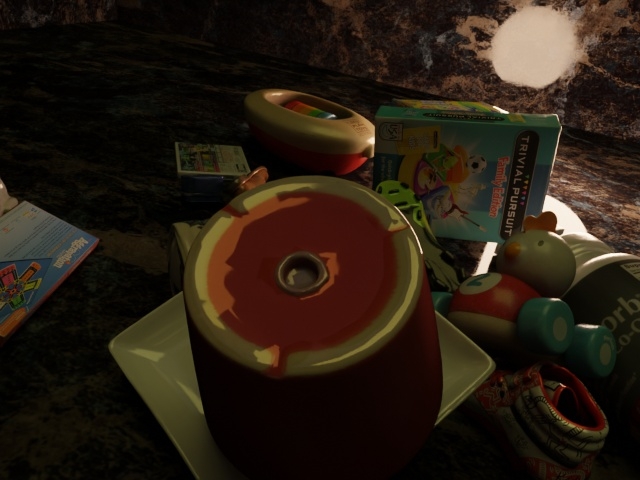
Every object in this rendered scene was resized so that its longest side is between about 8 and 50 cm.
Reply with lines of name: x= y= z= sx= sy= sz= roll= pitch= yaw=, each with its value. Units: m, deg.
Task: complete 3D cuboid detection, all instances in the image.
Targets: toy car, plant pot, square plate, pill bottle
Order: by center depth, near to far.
plant pot: x=-0.007 y=0.088 z=0.510 sx=0.275 sy=0.243 sz=0.275 roll=-2 pitch=54 yaw=3
square plate: x=-0.030 y=0.148 z=0.648 sx=0.344 sy=0.049 sz=0.347 roll=-36 pitch=58 yaw=-20
toy car: x=0.299 y=0.057 z=0.773 sx=0.210 sy=0.238 sz=0.219 roll=27 pitch=-17 yaw=-30
pill bottle: x=0.482 y=0.150 z=0.803 sx=0.210 sy=0.210 sz=0.363 roll=1 pitch=30 yaw=-17

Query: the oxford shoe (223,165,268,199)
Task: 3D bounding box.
oxford shoe: x=-0.160 y=-0.121 z=1.232 sx=0.076 sy=0.076 sz=0.212 roll=48 pitch=22 yaw=-7

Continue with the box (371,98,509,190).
box: x=0.303 y=-0.180 z=1.260 sx=0.290 sy=0.279 sz=0.177 roll=-7 pitch=33 yaw=-29

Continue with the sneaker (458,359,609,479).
sneaker: x=0.259 y=0.199 z=0.704 sx=0.090 sy=0.145 sz=0.270 roll=-4 pitch=32 yaw=-25

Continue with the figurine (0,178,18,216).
figurine: x=-0.641 y=-0.029 z=0.879 sx=0.215 sy=0.092 sz=0.209 roll=-2 pitch=39 yaw=-24

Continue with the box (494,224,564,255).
box: x=0.469 y=0.002 z=1.175 sx=0.101 sy=0.102 sz=0.087 roll=-11 pitch=38 yaw=-32

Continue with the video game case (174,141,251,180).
video game case: x=-0.287 y=-0.209 z=1.374 sx=0.184 sy=0.023 sz=0.201 roll=1 pitch=31 yaw=-18

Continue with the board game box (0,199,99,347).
board game box: x=-0.478 y=0.037 z=0.812 sx=0.145 sy=0.027 sz=0.281 roll=29 pitch=27 yaw=-10

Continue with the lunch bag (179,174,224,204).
lunch bag: x=-0.266 y=-0.112 z=1.160 sx=0.098 sy=0.065 sz=0.067 roll=-5 pitch=12 yaw=-31

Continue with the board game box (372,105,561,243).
board game box: x=0.277 y=-0.129 z=1.051 sx=0.336 sy=0.253 sz=0.079 roll=6 pitch=32 yaw=14

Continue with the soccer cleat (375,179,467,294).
soccer cleat: x=0.176 y=0.009 z=0.988 sx=0.093 sy=0.121 sz=0.289 roll=-19 pitch=59 yaw=-13

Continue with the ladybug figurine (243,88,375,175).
ladybug figurine: x=-0.034 y=-0.306 z=1.488 sx=0.449 sy=0.161 sz=0.305 roll=31 pitch=34 yaw=33

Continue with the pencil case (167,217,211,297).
pencil case: x=-0.060 y=0.029 z=0.872 sx=0.410 sy=0.160 sz=0.183 roll=-13 pitch=81 yaw=-31
